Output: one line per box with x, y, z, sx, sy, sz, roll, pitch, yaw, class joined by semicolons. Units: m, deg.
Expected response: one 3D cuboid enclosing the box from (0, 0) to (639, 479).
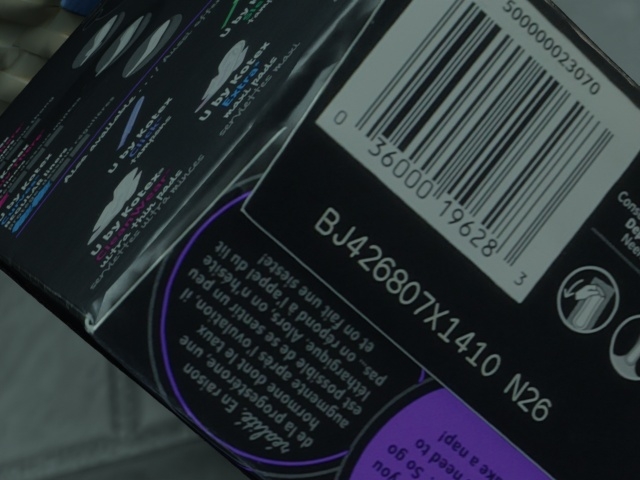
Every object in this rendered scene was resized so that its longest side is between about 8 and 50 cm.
0.000;0.000;0.623;0.143;0.165;0.270;-50;20;-7;box

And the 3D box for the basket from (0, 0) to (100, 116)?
-0.137;-0.187;0.817;0.289;0.201;0.255;-56;51;28;basket
